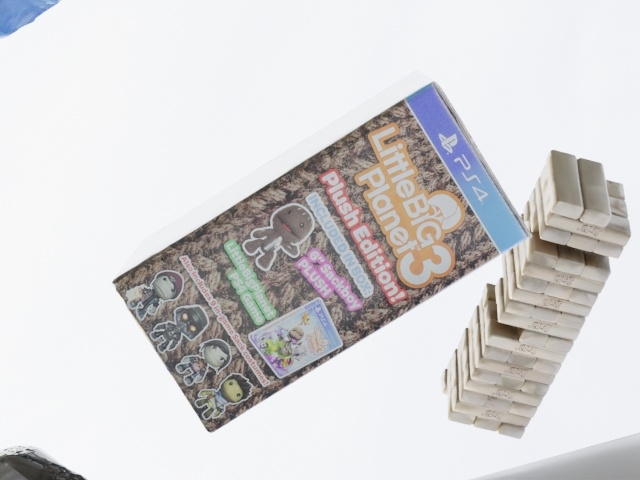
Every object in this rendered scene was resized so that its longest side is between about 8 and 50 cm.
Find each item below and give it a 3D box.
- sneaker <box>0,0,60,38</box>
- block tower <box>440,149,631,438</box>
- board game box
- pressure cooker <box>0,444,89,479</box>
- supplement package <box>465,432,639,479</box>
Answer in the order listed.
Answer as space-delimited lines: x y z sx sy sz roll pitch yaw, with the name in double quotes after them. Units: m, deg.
-0.120 -0.144 0.916 0.152 0.058 0.084 -47 -112 17 "sneaker"
0.227 0.069 1.907 0.097 0.091 0.335 -86 -166 -51 "block tower"
0.000 0.000 1.447 0.291 0.141 0.232 -32 -173 3 "board game box"
-0.310 0.423 1.467 0.420 0.370 0.375 -35 176 -25 "pressure cooker"
0.187 0.257 1.219 0.293 0.177 0.175 -21 -162 34 "supplement package"
